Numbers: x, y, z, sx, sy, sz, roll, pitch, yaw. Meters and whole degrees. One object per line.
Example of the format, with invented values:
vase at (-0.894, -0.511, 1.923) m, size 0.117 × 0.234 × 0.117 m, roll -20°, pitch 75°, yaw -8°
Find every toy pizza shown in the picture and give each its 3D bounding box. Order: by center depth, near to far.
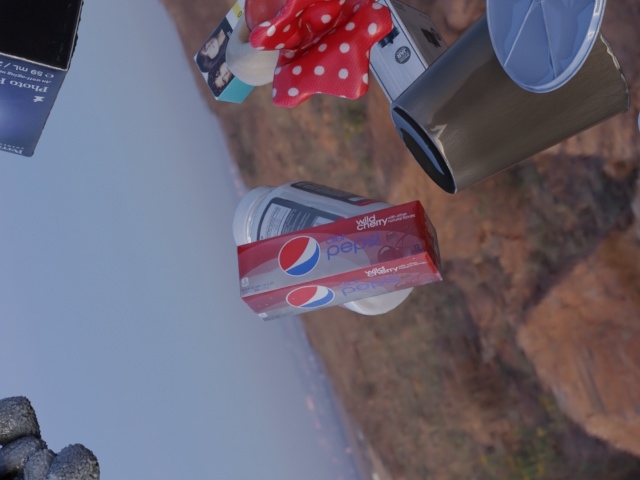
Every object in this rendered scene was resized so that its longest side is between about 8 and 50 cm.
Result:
toy pizza at (0.226, -0.246, 1.299) m, size 0.201 × 0.032 × 0.201 m, roll 179°, pitch 90°, yaw -65°

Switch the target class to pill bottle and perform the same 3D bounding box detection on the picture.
pill bottle at (0.000, 0.000, 2.119) m, size 0.318 × 0.176 × 0.176 m, roll 18°, pitch 134°, yaw 49°

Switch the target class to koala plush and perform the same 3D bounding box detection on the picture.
koala plush at (-0.431, 0.346, 1.701) m, size 0.196 × 0.221 × 0.203 m, roll 30°, pitch 118°, yaw 29°

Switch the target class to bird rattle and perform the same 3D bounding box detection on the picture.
bird rattle at (-0.003, -0.199, 1.116) m, size 0.207 × 0.143 × 0.254 m, roll -27°, pitch 41°, yaw 50°

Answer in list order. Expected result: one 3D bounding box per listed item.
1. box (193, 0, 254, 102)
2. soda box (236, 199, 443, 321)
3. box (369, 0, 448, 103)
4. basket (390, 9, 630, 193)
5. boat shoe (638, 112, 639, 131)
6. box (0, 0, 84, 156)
box at (-0.104, -0.343, 2.159) m, size 0.060 × 0.244 × 0.100 m, roll 1°, pitch -129°, yaw -47°
soda box at (0.025, 0.029, 1.775) m, size 0.092 × 0.263 × 0.083 m, roll 54°, pitch -155°, yaw -57°
box at (0.174, -0.242, 2.115) m, size 0.169 × 0.087 × 0.290 m, roll 7°, pitch -130°, yaw -59°
basket at (0.206, -0.170, 1.522) m, size 0.204 × 0.227 × 0.154 m, roll 56°, pitch 172°, yaw -7°
boat shoe at (0.538, -0.186, 1.845) m, size 0.116 × 0.096 × 0.324 m, roll 51°, pitch 170°, yaw 7°
box at (-0.477, -0.266, 1.711) m, size 0.294 × 0.296 × 0.183 m, roll 138°, pitch 142°, yaw -63°
